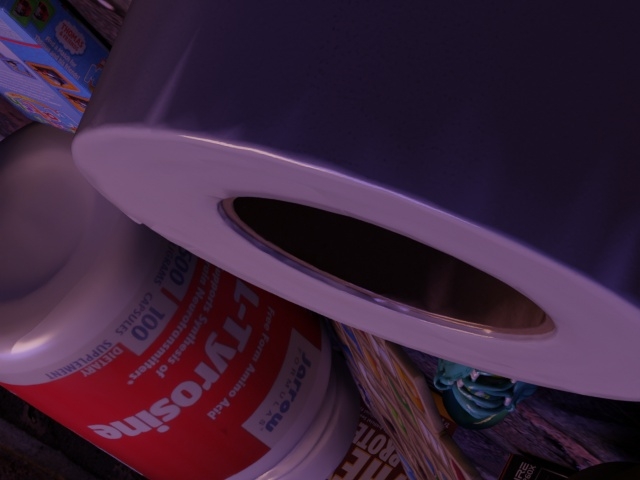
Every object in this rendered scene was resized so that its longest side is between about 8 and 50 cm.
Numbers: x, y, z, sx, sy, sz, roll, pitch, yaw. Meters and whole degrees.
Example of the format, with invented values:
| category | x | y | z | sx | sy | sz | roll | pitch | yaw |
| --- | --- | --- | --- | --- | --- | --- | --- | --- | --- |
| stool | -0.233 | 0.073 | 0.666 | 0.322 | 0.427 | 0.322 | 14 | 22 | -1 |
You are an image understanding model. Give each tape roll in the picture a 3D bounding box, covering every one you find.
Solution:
| category | x | y | z | sx | sy | sz | roll | pitch | yaw |
| --- | --- | --- | --- | --- | --- | --- | --- | --- | --- |
| tape roll | 0.051 | -0.062 | 0.609 | 0.246 | 0.169 | 0.246 | 21 | 168 | 4 |

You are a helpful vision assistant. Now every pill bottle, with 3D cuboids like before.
| category | x | y | z | sx | sy | sz | roll | pitch | yaw |
| --- | --- | --- | --- | --- | --- | --- | --- | --- | --- |
| pill bottle | -0.134 | 0.082 | 1.432 | 0.229 | 0.229 | 0.407 | 18 | 163 | 39 |

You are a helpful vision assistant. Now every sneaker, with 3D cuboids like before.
| category | x | y | z | sx | sy | sz | roll | pitch | yaw |
| --- | --- | --- | --- | --- | --- | --- | --- | --- | --- |
| sneaker | 0.130 | 0.069 | 1.106 | 0.107 | 0.110 | 0.275 | 27 | 166 | 10 |

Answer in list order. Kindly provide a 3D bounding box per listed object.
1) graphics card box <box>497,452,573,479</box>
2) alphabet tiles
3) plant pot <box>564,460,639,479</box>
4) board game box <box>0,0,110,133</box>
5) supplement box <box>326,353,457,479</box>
| category | x | y | z | sx | sy | sz | roll | pitch | yaw |
| --- | --- | --- | --- | --- | --- | --- | --- | --- | --- |
| graphics card box | 0.371 | 0.347 | 1.676 | 0.371 | 0.094 | 0.233 | 14 | 160 | 44 |
| alphabet tiles | 0.076 | 0.158 | 1.333 | 0.342 | 0.011 | 0.285 | 50 | 166 | 56 |
| plant pot | 0.285 | 0.293 | 1.387 | 0.254 | 0.254 | 0.239 | 31 | -178 | -11 |
| board game box | -0.213 | -0.138 | 1.191 | 0.160 | 0.039 | 0.211 | 19 | 163 | 35 |
| supplement box | 0.026 | 0.232 | 1.731 | 0.129 | 0.191 | 0.194 | 31 | 167 | -11 |
